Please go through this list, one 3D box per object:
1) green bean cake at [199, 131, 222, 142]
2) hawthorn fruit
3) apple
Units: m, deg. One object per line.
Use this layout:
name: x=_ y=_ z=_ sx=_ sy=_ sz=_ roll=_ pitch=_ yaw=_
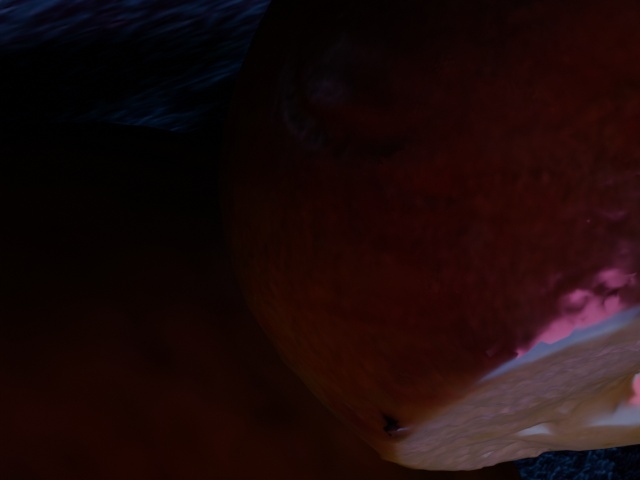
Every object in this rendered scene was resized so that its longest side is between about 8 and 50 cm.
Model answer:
green bean cake: x=-0.048 y=-0.024 z=0.898 sx=0.136 sy=0.056 sz=0.135 roll=-14 pitch=175 yaw=-39
hawthorn fruit: x=-0.137 y=0.173 z=0.568 sx=0.472 sy=0.471 sz=0.472 roll=-16 pitch=178 yaw=-1
apple: x=0.072 y=-0.027 z=0.395 sx=0.195 sy=0.160 sz=0.173 roll=-18 pitch=-178 yaw=-12
